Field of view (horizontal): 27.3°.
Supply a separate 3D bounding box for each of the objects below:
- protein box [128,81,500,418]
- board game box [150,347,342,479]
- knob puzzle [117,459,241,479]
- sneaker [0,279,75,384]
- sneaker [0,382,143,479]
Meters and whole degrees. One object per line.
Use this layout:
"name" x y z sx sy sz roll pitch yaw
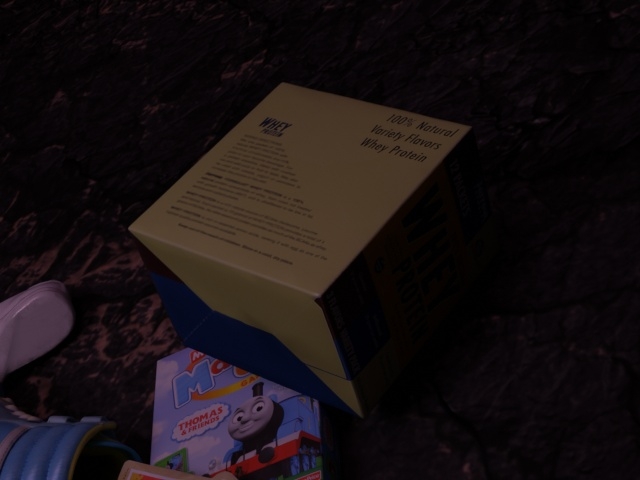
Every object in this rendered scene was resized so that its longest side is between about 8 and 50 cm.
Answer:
"protein box" 0.000 0.000 1.054 0.200 0.136 0.201 18 52 36
"board game box" -0.063 0.154 1.067 0.160 0.039 0.211 -25 37 16
"knob puzzle" -0.102 0.256 0.952 0.213 0.030 0.213 -14 57 23
"sneaker" -0.341 0.110 1.327 0.212 0.080 0.094 -30 23 -2
"sneaker" -0.251 0.189 1.135 0.208 0.127 0.319 -8 19 -3
